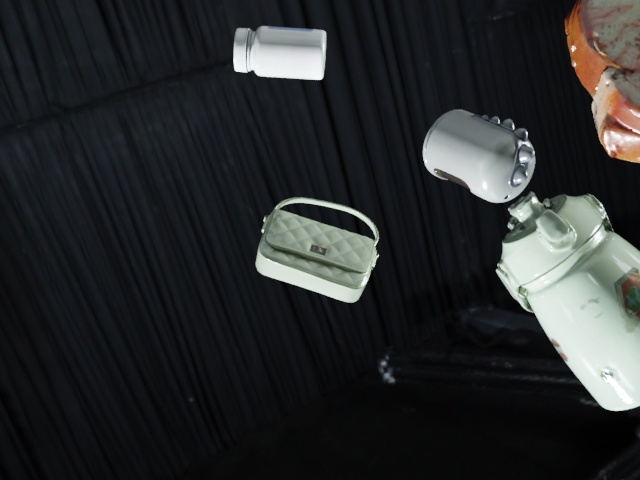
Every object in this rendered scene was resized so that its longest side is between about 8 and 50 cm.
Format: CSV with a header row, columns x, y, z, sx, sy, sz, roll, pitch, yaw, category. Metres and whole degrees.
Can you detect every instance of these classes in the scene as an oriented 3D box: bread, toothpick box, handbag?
x,y,z,sx,sy,sz,roll,pitch,yaw,category
0.526,-0.283,1.080,0.294,0.328,0.114,-12,158,2,bread
0.464,-0.241,2.061,0.228,0.229,0.316,-23,-145,-25,toothpick box
0.000,0.000,1.544,0.256,0.079,0.219,17,-125,-2,handbag

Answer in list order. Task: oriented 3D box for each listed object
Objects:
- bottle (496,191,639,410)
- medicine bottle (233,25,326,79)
x,y,z,sx,sy,sz,roll,pitch,yaw,category
0.421,0.074,1.174,0.229,0.352,0.229,-40,175,-4,bottle
-0.083,-0.392,1.529,0.186,0.103,0.103,4,-162,1,medicine bottle
